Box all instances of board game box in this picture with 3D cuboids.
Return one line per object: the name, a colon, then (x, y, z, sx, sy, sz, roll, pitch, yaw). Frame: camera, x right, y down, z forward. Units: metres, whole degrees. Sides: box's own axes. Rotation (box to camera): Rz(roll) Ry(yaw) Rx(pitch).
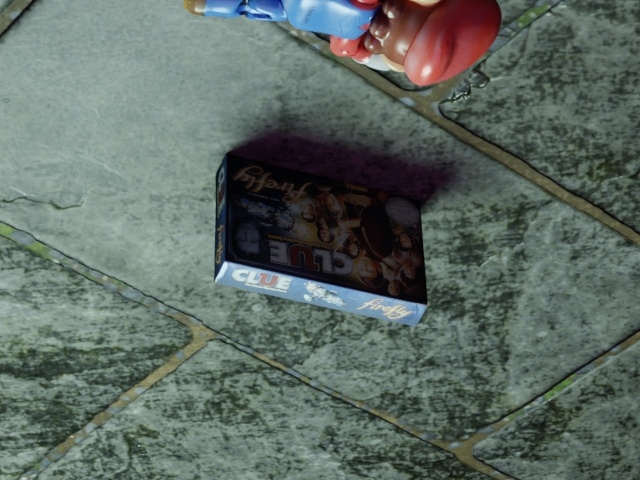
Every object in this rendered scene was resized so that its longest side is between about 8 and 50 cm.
board game box: (0.000, 0.000, 2.218, 0.243, 0.165, 0.042, 12, 137, -16)

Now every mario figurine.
mario figurine: (0.031, -0.266, 1.977, 0.320, 0.198, 0.170, 15, 95, -7)
